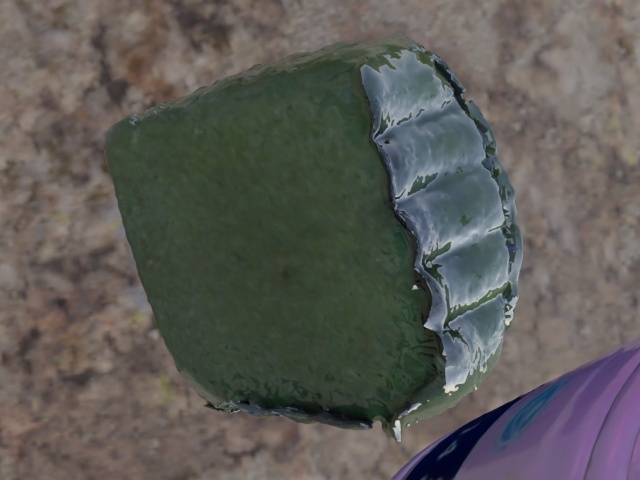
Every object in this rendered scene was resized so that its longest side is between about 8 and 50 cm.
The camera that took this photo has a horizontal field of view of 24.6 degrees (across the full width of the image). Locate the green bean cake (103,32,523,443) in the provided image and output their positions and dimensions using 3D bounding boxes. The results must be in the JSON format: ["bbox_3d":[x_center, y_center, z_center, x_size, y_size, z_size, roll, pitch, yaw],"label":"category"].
[{"bbox_3d":[0.000,0.000,0.873,0.125,0.227,0.222,-26,106,-45],"label":"green bean cake"}]

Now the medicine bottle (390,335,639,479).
[{"bbox_3d":[0.111,0.097,0.389,0.152,0.254,0.152,6,71,-16],"label":"medicine bottle"}]
